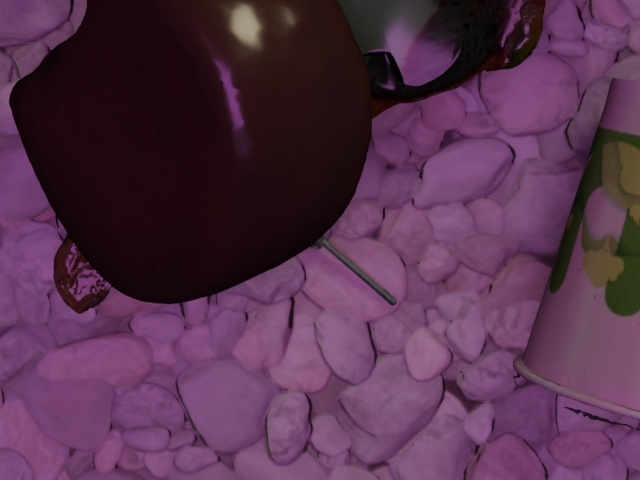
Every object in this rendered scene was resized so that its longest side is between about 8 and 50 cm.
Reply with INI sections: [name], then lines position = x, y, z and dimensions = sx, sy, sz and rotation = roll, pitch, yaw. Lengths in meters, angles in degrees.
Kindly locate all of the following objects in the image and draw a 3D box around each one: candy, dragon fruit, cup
[candy]
position = 0.000, 0.000, 1.486
dimensions = 0.185, 0.049, 0.055
rotation = 41, 134, -10
[dragon fruit]
position = 0.058, -0.231, 1.382
dimensions = 0.268, 0.130, 0.295
rotation = 12, 104, -1
[cup]
position = 0.311, 0.011, 1.354
dimensions = 0.253, 0.253, 0.274
rotation = 12, 97, 4

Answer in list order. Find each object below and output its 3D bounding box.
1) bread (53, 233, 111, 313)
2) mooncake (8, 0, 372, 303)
[bread]
position = -0.192, 0.013, 1.496
dimensions = 0.113, 0.060, 0.082
rotation = -19, 100, 8
[mooncake]
position = -0.111, -0.107, 1.350
dimensions = 0.334, 0.174, 0.325
rotation = 35, 135, 35
